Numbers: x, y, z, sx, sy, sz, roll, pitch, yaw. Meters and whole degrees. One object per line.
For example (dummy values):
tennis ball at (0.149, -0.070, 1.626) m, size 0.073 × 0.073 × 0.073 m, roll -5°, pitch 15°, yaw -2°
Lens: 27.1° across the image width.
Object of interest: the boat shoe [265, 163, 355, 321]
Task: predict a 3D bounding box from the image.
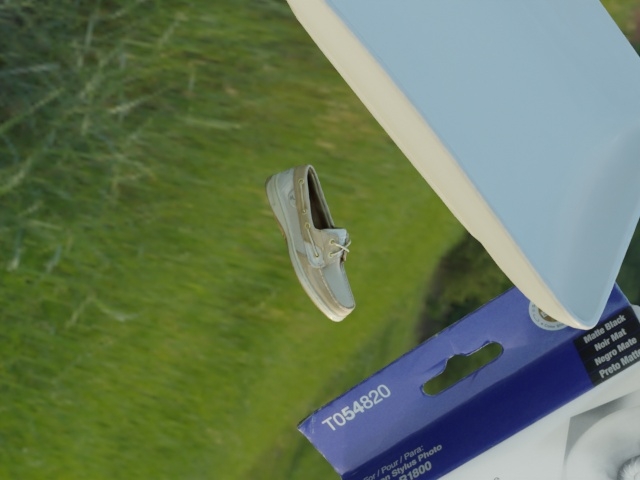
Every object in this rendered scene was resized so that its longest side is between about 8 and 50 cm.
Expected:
boat shoe at (0.000, 0.000, 1.385) m, size 0.170 × 0.059 × 0.063 m, roll 65°, pitch 24°, yaw 3°

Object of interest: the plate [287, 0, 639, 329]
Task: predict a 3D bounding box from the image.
plate at (0.083, -0.114, 0.736) m, size 0.278 × 0.045 × 0.277 m, roll 50°, pitch 36°, yaw -9°

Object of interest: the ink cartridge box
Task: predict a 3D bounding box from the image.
ink cartridge box at (0.136, 0.146, 0.826) m, size 0.224 × 0.223 × 0.045 m, roll 50°, pitch 16°, yaw -19°
